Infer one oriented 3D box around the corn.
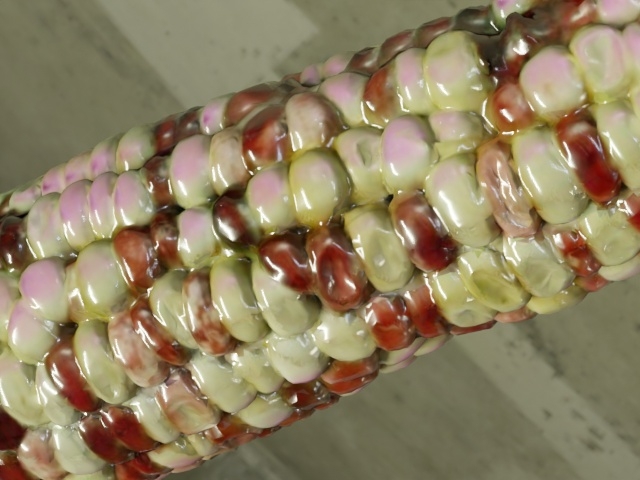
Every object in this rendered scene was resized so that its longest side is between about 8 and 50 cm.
[{"bbox_3d":[0.000,0.000,0.363,0.280,0.092,0.092,-22,122,18],"label":"corn"}]
